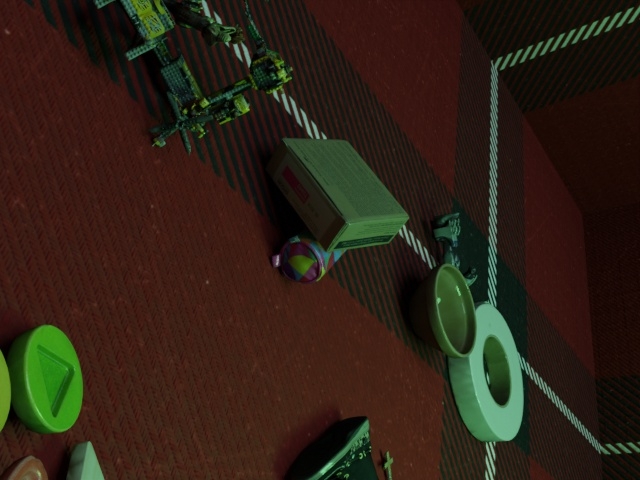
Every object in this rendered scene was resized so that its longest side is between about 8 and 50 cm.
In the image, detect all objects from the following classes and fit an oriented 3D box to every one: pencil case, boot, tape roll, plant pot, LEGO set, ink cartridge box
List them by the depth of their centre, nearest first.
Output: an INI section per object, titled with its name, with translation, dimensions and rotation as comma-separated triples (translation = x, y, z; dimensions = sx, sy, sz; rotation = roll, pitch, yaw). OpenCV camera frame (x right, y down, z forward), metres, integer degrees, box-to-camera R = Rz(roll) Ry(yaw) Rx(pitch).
[LEGO set]
translation = -0.193, -0.316, 1.111
dimensions = 0.192, 0.255, 0.331
rotation = -101, 173, -63
[boot]
translation = 0.045, 0.452, 1.322
dimensions = 0.236, 0.085, 0.178
rotation = -25, 101, -58
[ink cartridge box]
translation = 0.032, -0.095, 1.403
dimensions = 0.193, 0.088, 0.234
rotation = -7, 53, -45
[pencil case]
translation = 0.000, 0.000, 1.427
dimensions = 0.236, 0.104, 0.104
rotation = -41, 112, -56
[plant pot]
translation = 0.298, 0.183, 1.795
dimensions = 0.237, 0.110, 0.237
rotation = 26, 57, -50
[tape roll]
translation = 0.475, 0.373, 2.023
dimensions = 0.392, 0.072, 0.392
rotation = 29, 54, -48

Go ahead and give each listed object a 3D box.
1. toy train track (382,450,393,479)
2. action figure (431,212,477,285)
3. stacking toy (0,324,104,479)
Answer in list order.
[toy train track]
translation = 0.143, 0.495, 1.521
dimensions = 0.048, 0.014, 0.083
rotation = -2, 85, -64
[action figure]
translation = 0.364, 0.071, 1.956
dimensions = 0.185, 0.099, 0.285
rotation = 1, 81, -66
[stacking toy]
translation = -0.374, 0.243, 0.796
dimensions = 0.279, 0.130, 0.309
rotation = -32, 109, -84
